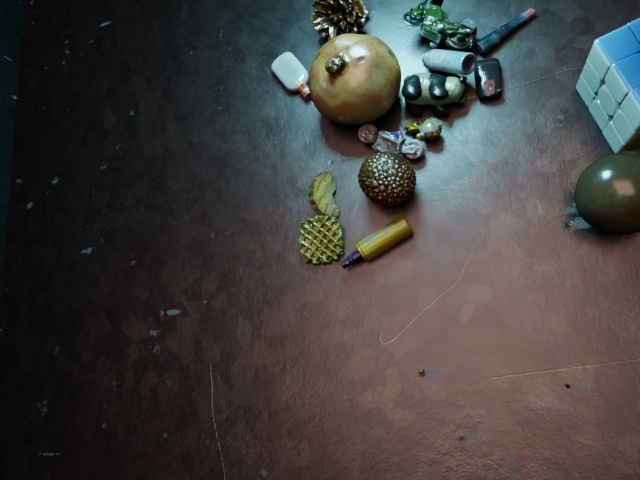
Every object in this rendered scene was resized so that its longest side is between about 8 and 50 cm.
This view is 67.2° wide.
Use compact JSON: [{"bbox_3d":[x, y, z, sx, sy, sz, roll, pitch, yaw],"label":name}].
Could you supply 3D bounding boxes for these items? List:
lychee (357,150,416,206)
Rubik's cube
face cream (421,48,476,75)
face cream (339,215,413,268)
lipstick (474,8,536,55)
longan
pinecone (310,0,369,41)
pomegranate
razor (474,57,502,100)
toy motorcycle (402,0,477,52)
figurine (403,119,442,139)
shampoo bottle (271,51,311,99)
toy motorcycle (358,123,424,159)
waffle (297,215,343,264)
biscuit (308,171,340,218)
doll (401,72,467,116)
[{"bbox_3d":[0.229,-0.220,1.675,0.200,0.200,0.238,-21,45,12],"label":"lychee"},{"bbox_3d":[0.997,-0.480,1.439,0.292,0.291,0.290,-24,72,10],"label":"Rubik's cube"},{"bbox_3d":[0.446,-0.638,1.715,0.075,0.075,0.229,-53,38,1],"label":"face cream"},{"bbox_3d":[0.190,0.016,1.691,0.273,0.078,0.078,-32,71,8],"label":"face cream"},{"bbox_3d":[0.667,-0.752,1.726,0.234,0.053,0.053,-33,71,5],"label":"lipstick"},{"bbox_3d":[0.892,-0.144,1.428,0.258,0.258,0.257,-3,78,16],"label":"longan"},{"bbox_3d":[0.073,-0.877,1.855,0.203,0.201,0.228,13,108,33],"label":"pinecone"},{"bbox_3d":[0.112,-0.579,1.711,0.339,0.338,0.338,-3,78,16],"label":"pomegranate"},{"bbox_3d":[0.593,-0.570,1.705,0.090,0.054,0.147,-5,77,19],"label":"razor"},{"bbox_3d":[0.447,-0.789,1.755,0.275,0.124,0.187,33,64,11],"label":"toy motorcycle"},{"bbox_3d":[0.370,-0.402,1.725,0.101,0.068,0.143,-21,33,-15],"label":"figurine"},{"bbox_3d":[-0.104,-0.655,1.934,0.108,0.051,0.220,-37,70,4],"label":"shampoo bottle"},{"bbox_3d":[0.251,-0.346,1.748,0.254,0.112,0.112,23,86,18],"label":"toy motorcycle"},{"bbox_3d":[0.000,0.000,1.760,0.169,0.036,0.183,-7,89,15],"label":"waffle"},{"bbox_3d":[0.004,-0.168,1.789,0.061,0.118,0.183,-18,73,57],"label":"biscuit"},{"bbox_3d":[0.400,-0.527,1.711,0.234,0.143,0.135,10,76,19],"label":"doll"}]
